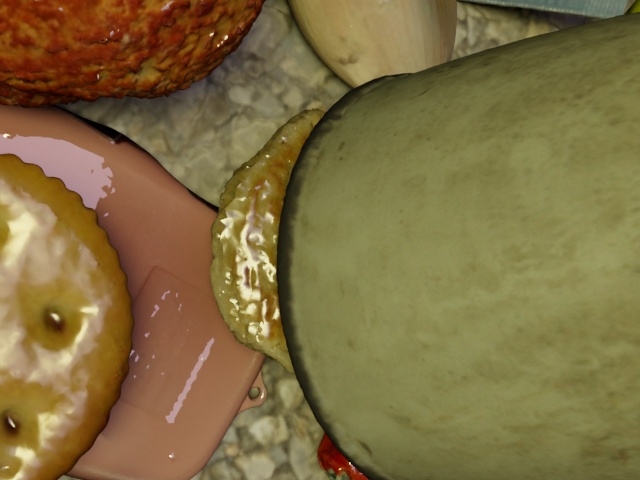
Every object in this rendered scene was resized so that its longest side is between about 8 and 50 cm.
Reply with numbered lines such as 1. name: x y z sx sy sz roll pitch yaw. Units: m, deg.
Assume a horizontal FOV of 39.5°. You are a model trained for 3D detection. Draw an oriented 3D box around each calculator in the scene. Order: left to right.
1. calculator: -0.167 0.032 0.577 0.329 0.048 0.220 31 76 -22

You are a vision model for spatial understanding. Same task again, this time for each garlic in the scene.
1. garlic: 0.048 -0.172 0.654 0.148 0.128 0.266 -9 103 -11

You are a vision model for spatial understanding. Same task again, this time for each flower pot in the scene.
1. flower pot: 0.183 0.011 0.500 0.293 0.330 0.293 7 79 -40

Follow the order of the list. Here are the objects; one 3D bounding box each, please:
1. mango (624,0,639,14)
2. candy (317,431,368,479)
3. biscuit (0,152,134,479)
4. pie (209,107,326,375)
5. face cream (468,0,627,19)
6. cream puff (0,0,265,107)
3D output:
1. mango: 0.313 -0.043 0.714 0.192 0.156 0.343 -24 112 -13
2. candy: 0.061 0.110 0.662 0.086 0.059 0.292 27 79 -18
3. biscuit: -0.216 0.053 0.492 0.220 0.066 0.220 -1 92 -27
4. pie: 0.000 0.000 0.607 0.163 0.079 0.193 47 55 -30
5. face cream: 0.224 -0.358 0.720 0.135 0.086 0.385 15 79 23
6. cream puff: -0.142 -0.154 0.502 0.240 0.240 0.164 0 110 -22
